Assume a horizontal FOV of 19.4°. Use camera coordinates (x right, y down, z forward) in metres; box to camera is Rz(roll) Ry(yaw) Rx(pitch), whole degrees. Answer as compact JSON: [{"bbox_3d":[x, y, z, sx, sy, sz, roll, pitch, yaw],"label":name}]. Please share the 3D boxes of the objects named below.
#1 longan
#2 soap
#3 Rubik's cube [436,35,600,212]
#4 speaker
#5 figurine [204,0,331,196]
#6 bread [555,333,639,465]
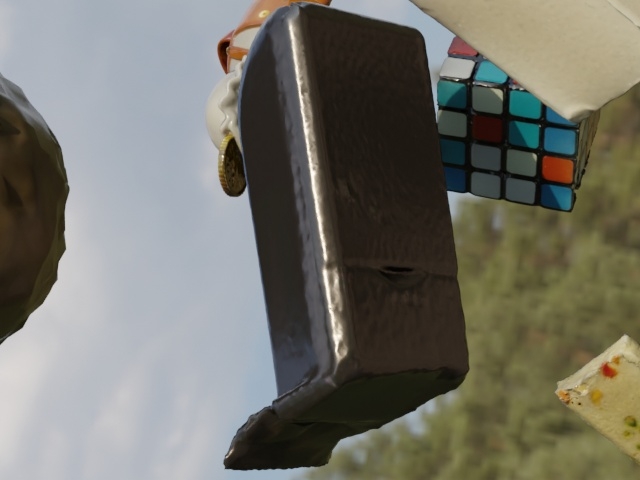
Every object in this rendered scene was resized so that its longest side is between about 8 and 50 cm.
[{"bbox_3d":[-0.476,-0.054,1.912,0.436,0.404,0.404,37,-123,-33],"label":"longan"},{"bbox_3d":[0.149,-0.171,1.285,0.121,0.183,0.064,-35,23,51],"label":"soap"},{"bbox_3d":[0.208,-0.142,1.929,0.155,0.151,0.154,-67,-19,-45],"label":"Rubik's cube"},{"bbox_3d":[0.000,0.000,1.677,0.180,0.184,0.388,6,-107,-46],"label":"speaker"},{"bbox_3d":[-0.041,-0.149,1.869,0.143,0.143,0.271,83,-169,-45],"label":"figurine"},{"bbox_3d":[0.240,0.130,1.305,0.068,0.153,0.028,-41,21,27],"label":"bread"}]
